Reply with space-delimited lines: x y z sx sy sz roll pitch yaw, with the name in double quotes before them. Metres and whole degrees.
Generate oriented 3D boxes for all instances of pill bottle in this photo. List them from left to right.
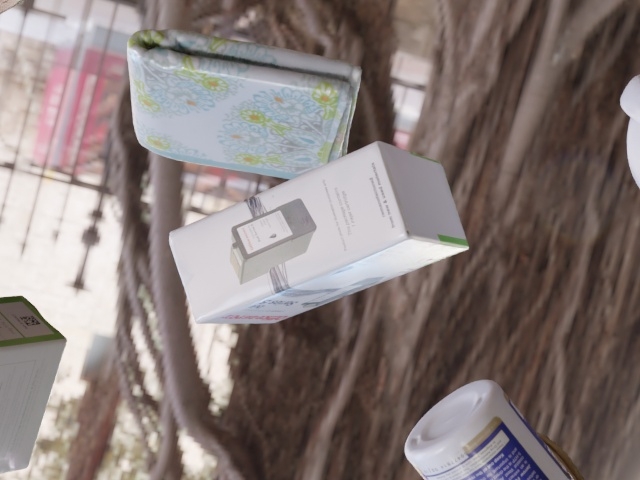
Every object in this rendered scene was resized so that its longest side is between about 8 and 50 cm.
"pill bottle" 0.177 0.235 1.253 0.187 0.112 0.112 51 177 -9

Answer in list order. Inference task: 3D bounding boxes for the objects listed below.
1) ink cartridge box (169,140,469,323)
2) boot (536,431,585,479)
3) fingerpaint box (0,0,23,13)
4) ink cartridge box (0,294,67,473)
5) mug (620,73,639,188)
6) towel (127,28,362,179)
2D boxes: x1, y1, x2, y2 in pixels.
"ink cartridge box" 0.000 0.000 1.489 0.273 0.115 0.198 -22 167 23
"boot" 0.291 0.356 1.845 0.236 0.089 0.269 39 -163 27
"fingerpaint box" -0.376 -0.430 1.214 0.445 0.371 0.163 58 170 -7
"ink cartridge box" -0.270 0.102 0.830 0.062 0.109 0.209 37 -154 33
"mug" 0.522 -0.093 1.599 0.374 0.276 0.328 24 -159 -22
"towel" -0.128 -0.222 2.188 0.374 0.090 0.320 9 154 -2
